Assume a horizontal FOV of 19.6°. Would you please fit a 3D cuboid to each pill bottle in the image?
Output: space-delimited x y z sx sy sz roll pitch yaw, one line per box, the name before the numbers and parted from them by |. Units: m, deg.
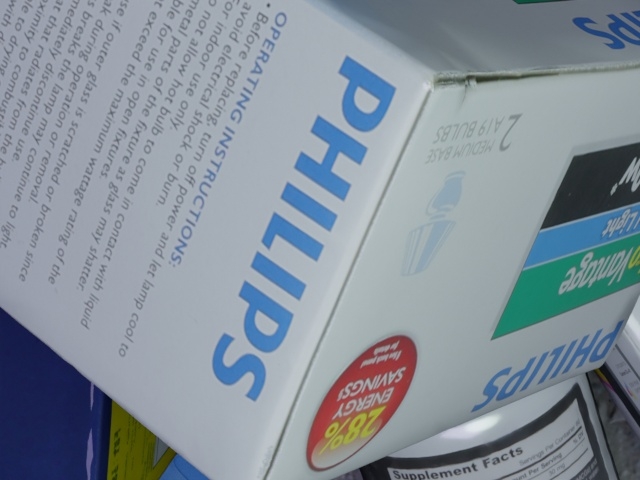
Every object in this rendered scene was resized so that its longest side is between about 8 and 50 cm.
pill bottle | 0.108 0.141 1.218 0.162 0.162 0.278 -16 111 9

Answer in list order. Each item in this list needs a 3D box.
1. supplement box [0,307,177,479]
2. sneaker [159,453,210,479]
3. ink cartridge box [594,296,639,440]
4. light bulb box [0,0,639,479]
supplement box | -0.195 0.063 1.174 0.195 0.356 0.194 5 99 6
sneaker | -0.052 0.221 1.322 0.209 0.082 0.069 45 103 1
ink cartridge box | 0.289 0.039 1.196 0.226 0.131 0.306 -34 91 -11
light bulb box | -0.024 -0.086 0.973 0.361 0.358 0.225 35 116 25
